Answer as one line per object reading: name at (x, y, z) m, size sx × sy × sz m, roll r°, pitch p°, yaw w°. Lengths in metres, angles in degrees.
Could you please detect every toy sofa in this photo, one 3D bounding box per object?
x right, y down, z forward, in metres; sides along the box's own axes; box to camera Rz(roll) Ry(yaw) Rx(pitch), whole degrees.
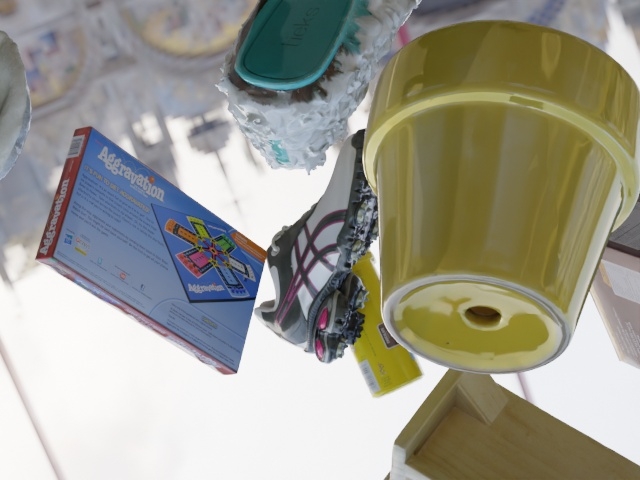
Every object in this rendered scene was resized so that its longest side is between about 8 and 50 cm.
toy sofa at (0.248, 0.276, 1.778) m, size 0.362 × 0.177 × 0.150 m, roll 30°, pitch -120°, yaw 18°

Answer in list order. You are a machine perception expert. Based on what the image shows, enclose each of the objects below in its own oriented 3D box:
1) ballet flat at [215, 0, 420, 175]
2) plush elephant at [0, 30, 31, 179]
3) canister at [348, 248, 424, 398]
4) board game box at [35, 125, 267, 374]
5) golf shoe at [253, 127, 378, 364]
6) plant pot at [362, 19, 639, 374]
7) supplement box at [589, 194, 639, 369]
ballet flat at (0.030, -0.220, 1.539) m, size 0.147 × 0.147 × 0.409 m, roll -2°, pitch -134°, yaw 40°
plush elephant at (-0.378, -0.137, 1.393) m, size 0.272 × 0.255 × 0.330 m, roll -7°, pitch -163°, yaw 47°
canister at (0.056, 0.094, 2.075) m, size 0.073 × 0.170 × 0.126 m, roll -24°, pitch 174°, yaw 1°
board game box at (-0.163, 0.015, 1.812) m, size 0.027 × 0.281 × 0.145 m, roll -6°, pitch -120°, yaw 39°
golf shoe at (0.000, 0.000, 1.937) m, size 0.120 × 0.273 × 0.105 m, roll 20°, pitch -156°, yaw 17°
plant pot at (0.153, -0.023, 1.576) m, size 0.254 × 0.254 × 0.239 m, roll -9°, pitch -129°, yaw 28°
supplement box at (0.410, 0.053, 2.068) m, size 0.129 × 0.191 × 0.194 m, roll -31°, pitch -159°, yaw -14°
